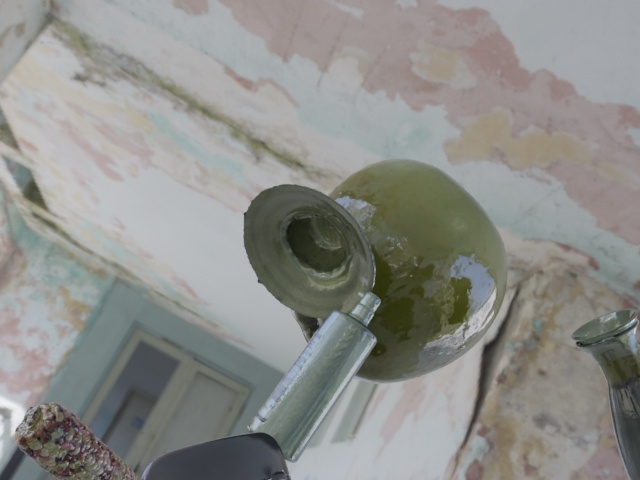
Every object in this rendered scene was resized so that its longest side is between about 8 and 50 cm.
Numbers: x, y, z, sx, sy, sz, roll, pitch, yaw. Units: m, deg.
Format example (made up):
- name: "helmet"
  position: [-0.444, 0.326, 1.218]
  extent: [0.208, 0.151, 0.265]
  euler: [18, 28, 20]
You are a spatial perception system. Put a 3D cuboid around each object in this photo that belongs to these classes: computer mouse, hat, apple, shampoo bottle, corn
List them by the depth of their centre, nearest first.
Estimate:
- name: "computer mouse"
  position: [-0.101, 0.279, 0.804]
  extent: [0.057, 0.120, 0.232]
  euler: [-26, -20, 30]
- name: "shampoo bottle"
  position: [0.005, 0.185, 1.046]
  extent: [0.085, 0.262, 0.085]
  euler: [34, -12, 8]
- name: "corn"
  position: [-0.388, 0.367, 1.204]
  extent: [0.092, 0.092, 0.280]
  euler: [7, -39, 45]
- name: "hat"
  position: [0.000, 0.000, 1.210]
  extent: [0.252, 0.110, 0.251]
  euler: [17, -54, 24]
- name: "apple"
  position: [0.152, 0.073, 1.527]
  extent: [0.474, 0.473, 0.473]
  euler: [25, -20, 9]

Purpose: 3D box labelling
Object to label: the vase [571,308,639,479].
- name: "vase"
  position: [0.559, 0.284, 1.255]
  extent: [0.321, 0.173, 0.173]
  euler: [63, -21, 3]
